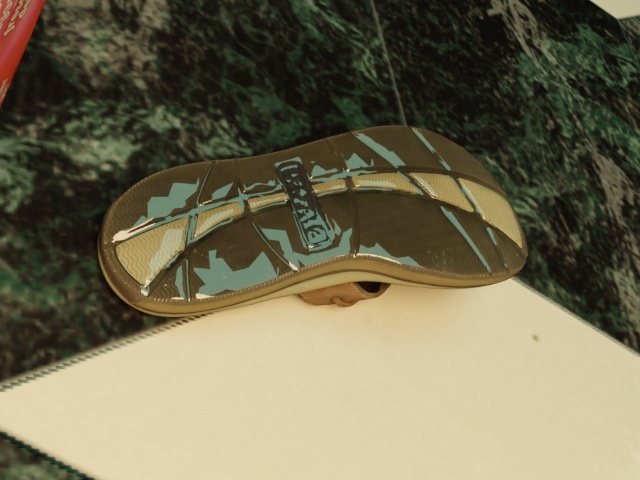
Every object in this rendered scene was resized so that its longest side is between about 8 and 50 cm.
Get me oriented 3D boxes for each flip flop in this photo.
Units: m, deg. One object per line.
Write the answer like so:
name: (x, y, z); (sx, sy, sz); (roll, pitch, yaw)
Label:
flip flop: (0.000, 0.000, 0.635); (0.277, 0.080, 0.112); (-10, 67, -23)

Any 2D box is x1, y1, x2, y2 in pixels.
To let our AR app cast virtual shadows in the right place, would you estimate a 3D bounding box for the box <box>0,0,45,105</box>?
box: (-0.206, -0.055, 0.393); (0.128, 0.257, 0.123); (35, 42, -7)
